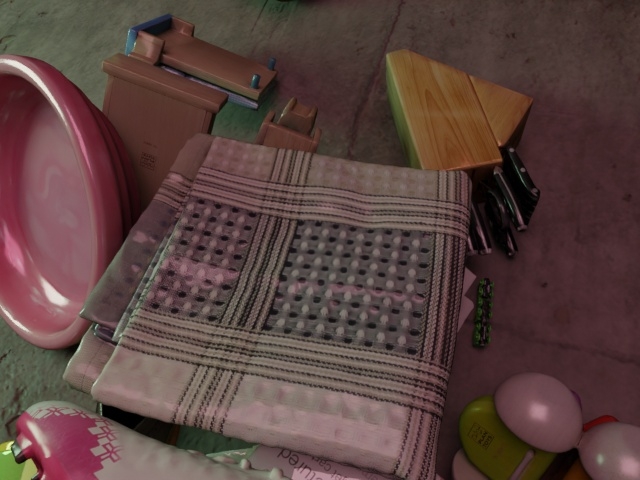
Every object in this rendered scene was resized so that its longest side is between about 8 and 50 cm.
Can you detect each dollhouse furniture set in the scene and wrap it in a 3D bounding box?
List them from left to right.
[{"bbox_3d":[-0.148,-0.157,0.788,0.286,0.198,0.303,20,32,-5],"label":"dollhouse furniture set"}]

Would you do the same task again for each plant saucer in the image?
[{"bbox_3d":[-0.319,-0.042,0.647,0.332,0.332,0.084,39,31,25],"label":"plant saucer"}]

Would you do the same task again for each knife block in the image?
[{"bbox_3d":[0.149,-0.097,0.697,0.275,0.088,0.242,30,69,21],"label":"knife block"}]

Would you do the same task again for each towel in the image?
[{"bbox_3d":[-0.035,0.026,0.501,0.324,0.056,0.312,10,58,12],"label":"towel"}]

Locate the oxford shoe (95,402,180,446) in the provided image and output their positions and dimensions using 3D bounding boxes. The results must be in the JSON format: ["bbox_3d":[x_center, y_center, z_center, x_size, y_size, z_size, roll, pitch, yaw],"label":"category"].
[{"bbox_3d":[-0.164,0.095,0.566,0.096,0.098,0.271,4,50,-7],"label":"oxford shoe"}]

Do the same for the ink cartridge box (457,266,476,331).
[{"bbox_3d":[0.092,0.048,0.597,0.181,0.061,0.104,40,70,-5],"label":"ink cartridge box"}]

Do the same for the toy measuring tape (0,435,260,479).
[{"bbox_3d":[-0.216,0.234,0.551,0.330,0.121,0.121,-7,60,4],"label":"toy measuring tape"}]

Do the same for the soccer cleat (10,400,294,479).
[{"bbox_3d":[-0.079,0.203,0.384,0.331,0.116,0.143,30,46,29],"label":"soccer cleat"}]

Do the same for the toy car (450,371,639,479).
[{"bbox_3d":[0.222,0.197,0.508,0.182,0.159,0.136,30,34,22],"label":"toy car"}]

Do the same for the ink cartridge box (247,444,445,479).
[{"bbox_3d":[-0.015,0.356,0.427,0.279,0.160,0.385,35,72,24],"label":"ink cartridge box"}]

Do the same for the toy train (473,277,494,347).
[{"bbox_3d":[0.186,0.083,0.629,0.017,0.024,0.083,13,63,-1],"label":"toy train"}]
